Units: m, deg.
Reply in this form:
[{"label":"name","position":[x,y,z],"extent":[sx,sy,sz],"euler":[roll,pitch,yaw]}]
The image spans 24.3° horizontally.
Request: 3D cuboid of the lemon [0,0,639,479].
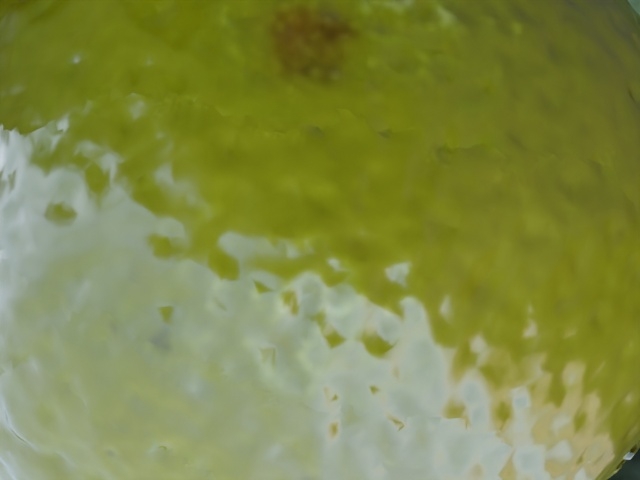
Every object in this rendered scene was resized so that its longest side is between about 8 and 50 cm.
[{"label":"lemon","position":[-0.007,0.000,0.451],"extent":[0.254,0.228,0.228],"euler":[1,-157,-40]}]
